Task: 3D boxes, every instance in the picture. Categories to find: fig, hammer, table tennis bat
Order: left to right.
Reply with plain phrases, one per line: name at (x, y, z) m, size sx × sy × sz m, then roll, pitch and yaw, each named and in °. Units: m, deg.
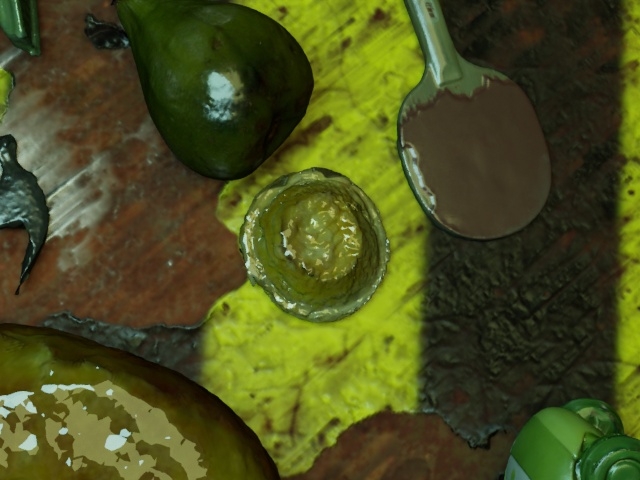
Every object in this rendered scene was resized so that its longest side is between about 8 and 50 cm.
hammer at (-0.348, 0.017, 1.002) m, size 0.297 × 0.027 × 0.125 m, roll -20°, pitch 79°, yaw -16°
fig at (-0.096, -0.138, 1.043) m, size 0.185 × 0.126 × 0.133 m, roll 41°, pitch 86°, yaw -7°
table tennis bat at (0.118, -0.113, 1.142) m, size 0.131 × 0.022 × 0.234 m, roll -18°, pitch 85°, yaw -15°

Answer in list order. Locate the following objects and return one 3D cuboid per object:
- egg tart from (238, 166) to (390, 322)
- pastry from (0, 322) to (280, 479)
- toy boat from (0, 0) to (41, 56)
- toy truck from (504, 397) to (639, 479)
egg tart at (0.000, 0.000, 1.076) m, size 0.129 × 0.049 × 0.128 m, roll 3°, pitch 79°, yaw -15°
pastry at (-0.187, 0.224, 0.933) m, size 0.356 × 0.164 × 0.355 m, roll 1°, pitch 85°, yaw -12°
toy boat at (-0.241, -0.291, 1.057) m, size 0.055 × 0.093 × 0.292 m, roll 1°, pitch 78°, yaw 5°
toy truck at (0.206, 0.243, 1.036) m, size 0.187 × 0.148 × 0.210 m, roll 32°, pitch 94°, yaw -9°
